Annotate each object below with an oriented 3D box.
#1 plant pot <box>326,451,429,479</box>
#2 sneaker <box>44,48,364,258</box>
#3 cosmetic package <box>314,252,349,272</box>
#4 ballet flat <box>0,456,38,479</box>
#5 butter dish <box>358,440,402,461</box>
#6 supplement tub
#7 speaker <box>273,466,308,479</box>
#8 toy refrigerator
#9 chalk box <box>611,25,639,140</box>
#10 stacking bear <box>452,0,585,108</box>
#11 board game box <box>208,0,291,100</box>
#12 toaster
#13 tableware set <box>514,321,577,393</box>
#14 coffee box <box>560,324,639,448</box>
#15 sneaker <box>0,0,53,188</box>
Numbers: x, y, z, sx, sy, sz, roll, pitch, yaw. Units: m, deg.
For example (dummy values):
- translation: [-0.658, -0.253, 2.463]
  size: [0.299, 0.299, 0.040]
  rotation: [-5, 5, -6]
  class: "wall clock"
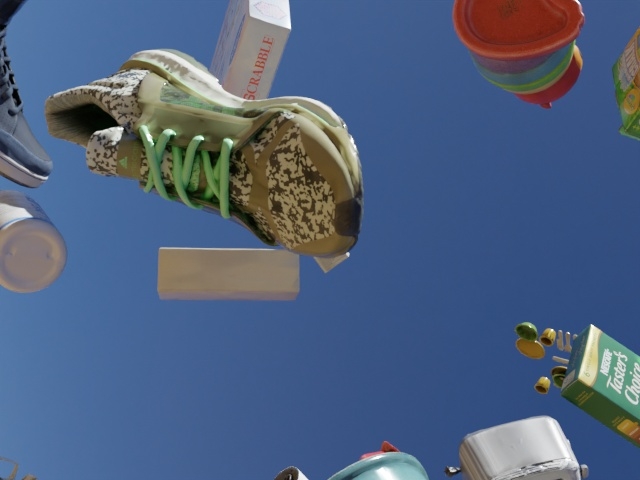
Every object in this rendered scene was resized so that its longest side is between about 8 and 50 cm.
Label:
- translation: [0.127, 0.520, 1.110]
  size: [0.334, 0.341, 0.341]
  rotation: [37, -55, 41]
  class: "plant pot"
- translation: [-0.131, -0.074, 0.831]
  size: [0.410, 0.182, 0.158]
  rotation: [26, -56, 40]
  class: "sneaker"
- translation: [0.000, 0.000, 1.662]
  size: [0.115, 0.060, 0.041]
  rotation: [55, 8, -5]
  class: "cosmetic package"
- translation: [-0.548, 0.430, 1.487]
  size: [0.077, 0.079, 0.221]
  rotation: [-1, -43, 48]
  class: "ballet flat"
- translation: [0.108, 0.506, 1.752]
  size: [0.160, 0.118, 0.160]
  rotation: [-175, -89, -74]
  class: "butter dish"
- translation: [-0.285, -0.001, 0.799]
  size: [0.107, 0.071, 0.071]
  rotation: [36, -56, 53]
  class: "supplement tub"
- translation: [-0.014, 0.393, 1.242]
  size: [0.136, 0.055, 0.055]
  rotation: [51, -25, -24]
  class: "speaker"
- translation: [-0.179, 0.064, 1.663]
  size: [0.102, 0.269, 0.094]
  rotation: [117, -27, -74]
  class: "toy refrigerator"
- translation: [0.422, -0.182, 0.959]
  size: [0.213, 0.132, 0.132]
  rotation: [113, -9, -45]
  class: "chalk box"
- translation: [0.313, -0.291, 1.266]
  size: [0.164, 0.289, 0.175]
  rotation: [-23, -110, 19]
  class: "stacking bear"
- translation: [-0.129, -0.276, 1.358]
  size: [0.318, 0.066, 0.319]
  rotation: [-95, -157, -50]
  class: "board game box"
- translation: [0.337, 0.401, 1.455]
  size: [0.146, 0.227, 0.129]
  rotation: [-112, -169, -67]
  class: "toaster"
- translation: [0.349, 0.187, 1.311]
  size: [0.104, 0.024, 0.154]
  rotation: [15, -39, 31]
  class: "tableware set"
- translation: [0.386, 0.194, 1.035]
  size: [0.184, 0.113, 0.040]
  rotation: [35, -49, 3]
  class: "coffee box"
- translation: [-0.262, -0.167, 0.709]
  size: [0.226, 0.163, 0.086]
  rotation: [54, -1, -25]
  class: "sneaker"
